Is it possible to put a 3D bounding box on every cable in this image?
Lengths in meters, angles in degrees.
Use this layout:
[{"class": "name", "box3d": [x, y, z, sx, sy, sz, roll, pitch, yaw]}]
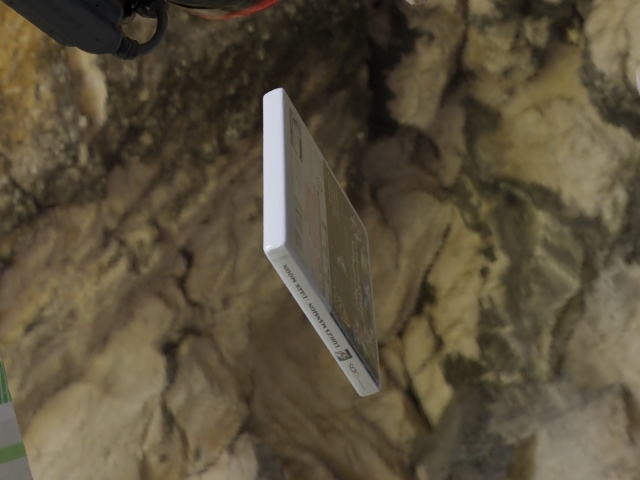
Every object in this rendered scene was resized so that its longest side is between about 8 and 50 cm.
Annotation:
[{"class": "cable", "box3d": [-0.134, -0.152, 0.532, 0.047, 0.150, 0.184, -39, -41, 15]}]

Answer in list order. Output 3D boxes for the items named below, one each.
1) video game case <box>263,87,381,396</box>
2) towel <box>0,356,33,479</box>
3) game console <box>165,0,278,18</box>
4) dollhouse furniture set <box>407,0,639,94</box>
[{"class": "video game case", "box3d": [0.000, 0.000, 1.075, 0.022, 0.190, 0.173, -21, -51, 15]}, {"class": "towel", "box3d": [-0.294, 0.087, 1.026, 0.038, 0.324, 0.248, -17, -6, 13]}, {"class": "game console", "box3d": [-0.044, -0.276, 0.269, 0.060, 0.386, 0.342, -19, -21, -29]}, {"class": "dollhouse furniture set", "box3d": [0.229, -0.252, 1.036, 0.256, 0.394, 0.362, -33, -43, -11]}]
